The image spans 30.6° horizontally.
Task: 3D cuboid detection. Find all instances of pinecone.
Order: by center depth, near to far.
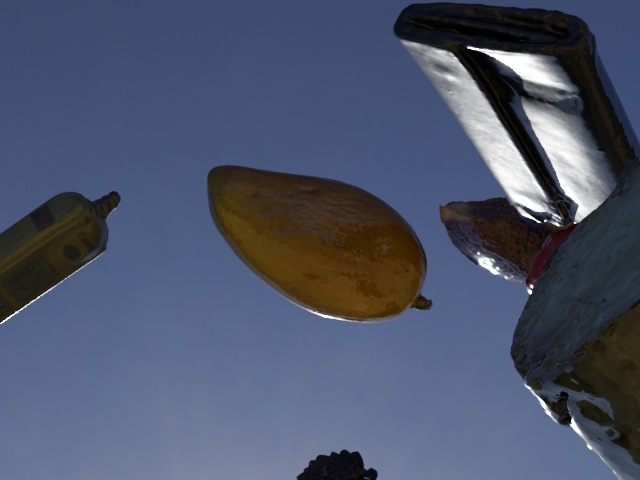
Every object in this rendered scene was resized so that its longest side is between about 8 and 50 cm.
[{"bbox_3d":[0.027,0.387,1.748,0.140,0.140,0.121,-30,-59,0],"label":"pinecone"}]

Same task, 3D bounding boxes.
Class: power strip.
[{"bbox_3d":[-0.399,0.060,1.411,0.387,0.066,0.092,-36,-37,-3],"label":"power strip"}]

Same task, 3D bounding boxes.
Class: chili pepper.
[{"bbox_3d":[0.212,0.017,1.006,0.191,0.050,0.059,-20,-50,-57],"label":"chili pepper"}]

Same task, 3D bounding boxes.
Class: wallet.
[{"bbox_3d":[0.256,-0.126,1.344,0.406,0.228,0.062,46,-117,-49],"label":"wallet"}]

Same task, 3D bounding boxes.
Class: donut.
[{"bbox_3d":[0.334,0.006,1.755,0.295,0.112,0.151,-6,-80,-9],"label":"donut"}]

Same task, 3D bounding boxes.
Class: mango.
[{"bbox_3d":[0.000,0.000,1.425,0.316,0.176,0.119,26,-33,-4],"label":"mango"}]

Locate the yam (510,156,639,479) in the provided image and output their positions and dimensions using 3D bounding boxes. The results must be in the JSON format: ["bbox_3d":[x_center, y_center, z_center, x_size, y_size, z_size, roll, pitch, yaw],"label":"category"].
[{"bbox_3d":[0.224,0.083,0.488,0.168,0.168,0.304,-44,-78,10],"label":"yam"}]
